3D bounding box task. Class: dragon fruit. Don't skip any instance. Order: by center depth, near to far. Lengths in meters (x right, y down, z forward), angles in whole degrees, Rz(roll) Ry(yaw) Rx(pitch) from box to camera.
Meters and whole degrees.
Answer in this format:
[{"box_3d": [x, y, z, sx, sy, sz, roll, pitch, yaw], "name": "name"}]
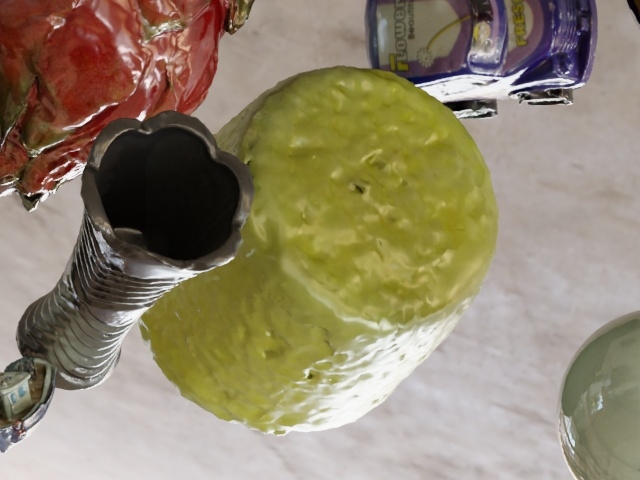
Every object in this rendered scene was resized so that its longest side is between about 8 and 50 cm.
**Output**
[{"box_3d": [-0.190, -0.163, 1.094, 0.244, 0.299, 0.244, 22, -168, -5], "name": "dragon fruit"}]

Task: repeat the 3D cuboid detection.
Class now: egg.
[{"box_3d": [0.298, 0.160, 1.260, 0.182, 0.183, 0.264, 16, 160, 17], "name": "egg"}]

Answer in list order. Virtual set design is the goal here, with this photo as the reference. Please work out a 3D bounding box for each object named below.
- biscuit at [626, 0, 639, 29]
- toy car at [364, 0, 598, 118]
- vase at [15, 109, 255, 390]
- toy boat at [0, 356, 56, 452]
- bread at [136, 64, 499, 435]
[{"box_3d": [0.337, -0.175, 1.328, 0.180, 0.039, 0.236, 54, -174, -50], "name": "biscuit"}, {"box_3d": [0.159, -0.217, 1.483, 0.235, 0.172, 0.158, -5, 180, 37], "name": "toy car"}, {"box_3d": [-0.137, 0.021, 0.966, 0.115, 0.115, 0.237, 26, 145, -11], "name": "vase"}, {"box_3d": [-0.175, 0.090, 0.825, 0.038, 0.083, 0.038, 2, 116, 5], "name": "toy boat"}, {"box_3d": [0.000, 0.000, 1.472, 0.348, 0.348, 0.308, 27, 144, -14], "name": "bread"}]
